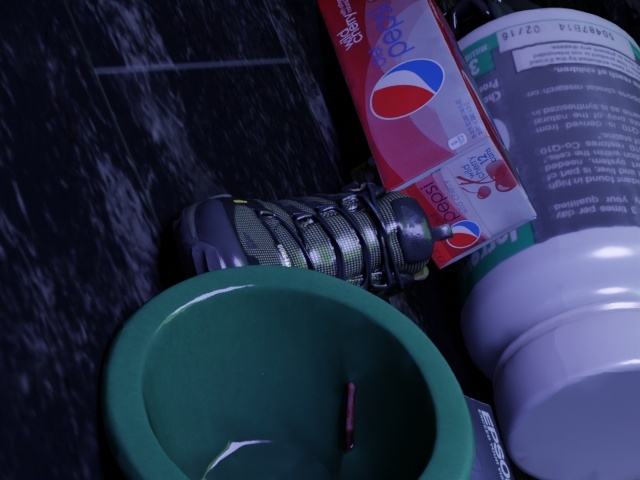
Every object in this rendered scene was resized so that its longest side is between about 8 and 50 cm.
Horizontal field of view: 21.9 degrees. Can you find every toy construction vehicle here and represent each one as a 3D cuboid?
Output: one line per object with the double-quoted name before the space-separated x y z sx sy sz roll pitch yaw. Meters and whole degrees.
"toy construction vehicle" 0.041 -0.011 1.189 0.086 0.035 0.098 -9 76 -79

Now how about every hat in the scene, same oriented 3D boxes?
"hat" -0.023 0.146 0.805 0.208 0.173 0.183 -110 -157 -44

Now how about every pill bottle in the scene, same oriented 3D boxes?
"pill bottle" 0.204 0.002 1.346 0.204 0.204 0.361 48 26 -45

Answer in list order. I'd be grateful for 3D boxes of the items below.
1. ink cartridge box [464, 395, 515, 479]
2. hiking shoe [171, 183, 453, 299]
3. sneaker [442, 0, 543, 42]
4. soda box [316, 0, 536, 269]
"ink cartridge box" 0.068 0.169 1.001 0.332 0.065 0.165 29 41 -63
"hiking shoe" 0.000 0.000 0.921 0.086 0.114 0.227 68 18 5
"sneaker" 0.180 -0.204 1.690 0.130 0.109 0.286 54 20 -18
"soda box" 0.074 -0.104 1.235 0.092 0.083 0.263 53 13 -38
